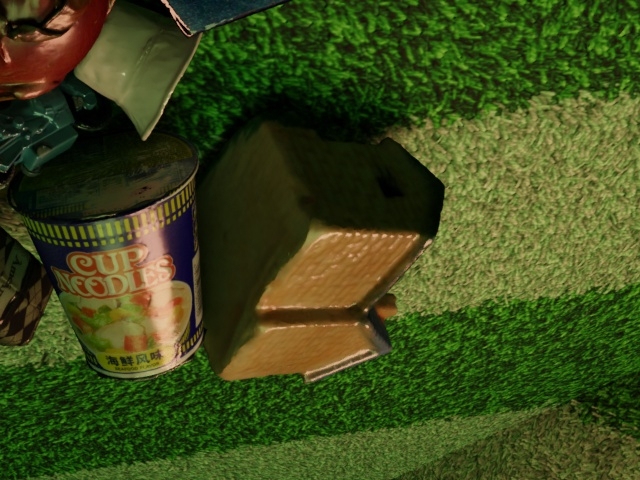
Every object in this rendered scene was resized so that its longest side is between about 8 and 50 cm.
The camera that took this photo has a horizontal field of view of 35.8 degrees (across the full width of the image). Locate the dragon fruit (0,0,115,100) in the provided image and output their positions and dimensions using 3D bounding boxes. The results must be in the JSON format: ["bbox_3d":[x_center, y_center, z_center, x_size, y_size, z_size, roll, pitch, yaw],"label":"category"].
[{"bbox_3d":[-0.354,-0.282,1.123,0.250,0.250,0.315,8,141,-25],"label":"dragon fruit"}]

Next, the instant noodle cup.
[{"bbox_3d":[-0.292,0.031,1.493,0.284,0.284,0.312,-8,121,-1],"label":"instant noodle cup"}]

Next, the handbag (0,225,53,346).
[{"bbox_3d":[-0.644,-0.004,1.531,0.316,0.180,0.416,13,156,19],"label":"handbag"}]

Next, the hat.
[{"bbox_3d":[-0.243,-0.241,1.296,0.126,0.203,0.203,28,137,-19],"label":"hat"}]

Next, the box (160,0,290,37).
[{"bbox_3d":[-0.096,-0.389,1.114,0.261,0.116,0.279,-17,148,11],"label":"box"}]

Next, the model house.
[{"bbox_3d":[0.000,0.000,1.629,0.342,0.335,0.382,2,144,-36],"label":"model house"}]

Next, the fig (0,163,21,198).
[{"bbox_3d":[-0.468,-0.117,1.496,0.154,0.103,0.109,-2,128,-33],"label":"fig"}]

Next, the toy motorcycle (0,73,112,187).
[{"bbox_3d":[-0.412,-0.176,1.305,0.272,0.182,0.123,-42,180,-43],"label":"toy motorcycle"}]
